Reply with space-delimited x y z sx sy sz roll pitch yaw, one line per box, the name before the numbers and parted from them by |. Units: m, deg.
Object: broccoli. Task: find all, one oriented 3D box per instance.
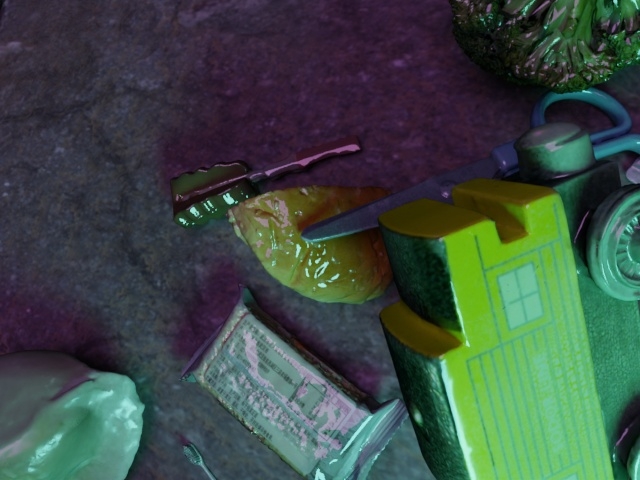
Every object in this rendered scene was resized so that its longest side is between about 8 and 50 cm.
broccoli | 0.285 -0.300 0.660 0.269 0.242 0.262 23 64 2

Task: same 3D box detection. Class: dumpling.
dumpling | -0.453 0.296 0.810 0.320 0.211 0.270 4 86 29

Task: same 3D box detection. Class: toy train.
toy train | 0.212 0.121 0.555 0.272 0.179 0.443 -21 106 -11

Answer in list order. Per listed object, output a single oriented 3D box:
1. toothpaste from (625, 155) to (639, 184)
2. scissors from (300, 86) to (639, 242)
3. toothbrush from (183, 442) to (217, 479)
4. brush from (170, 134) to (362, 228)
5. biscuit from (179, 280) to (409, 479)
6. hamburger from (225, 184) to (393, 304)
toothpaste | 0.534 -0.192 0.653 0.125 0.080 0.371 39 103 19
scissors | 0.188 -0.069 0.660 0.446 0.029 0.193 -17 64 -9
toothbrush | -0.127 0.376 0.793 0.016 0.019 0.219 -44 72 1
brush | -0.085 -0.099 0.831 0.300 0.071 0.084 -17 74 9
biscuit | -0.051 0.211 0.763 0.309 0.079 0.186 34 95 19
hamburger | 0.000 0.000 0.699 0.135 0.207 0.156 -23 69 39
